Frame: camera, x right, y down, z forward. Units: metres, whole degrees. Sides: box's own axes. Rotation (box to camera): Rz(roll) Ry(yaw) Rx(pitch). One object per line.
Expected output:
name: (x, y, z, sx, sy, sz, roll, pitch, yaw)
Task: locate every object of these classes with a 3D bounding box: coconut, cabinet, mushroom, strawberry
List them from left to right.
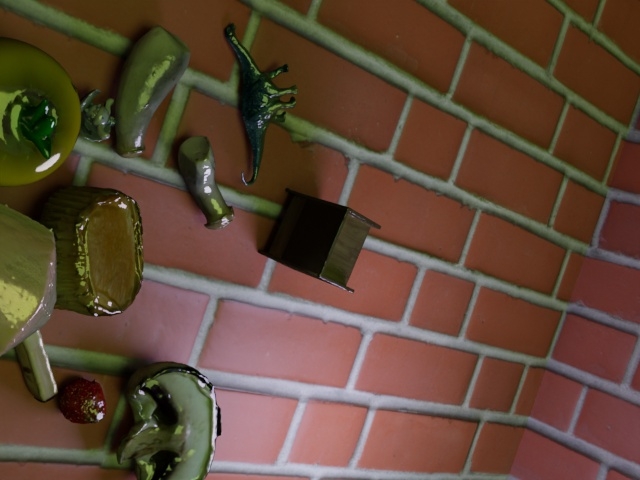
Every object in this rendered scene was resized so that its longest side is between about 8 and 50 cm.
coconut: (-0.601, 0.065, 1.619, 0.309, 0.297, 0.297, 35, 80, -42)
strawberry: (-0.492, 0.337, 1.954, 0.106, 0.106, 0.106, -17, 116, -39)
mushroom: (-0.353, -0.294, 1.865, 0.118, 0.103, 0.270, 23, 94, -59)
mushroom: (-0.350, 0.411, 2.104, 0.248, 0.130, 0.344, -20, 117, -20)
mushroom: (-0.248, -0.118, 2.033, 0.081, 0.092, 0.223, -52, 143, -40)
cabinet: (0.000, 0.000, 2.224, 0.148, 0.215, 0.174, 28, 83, -47)

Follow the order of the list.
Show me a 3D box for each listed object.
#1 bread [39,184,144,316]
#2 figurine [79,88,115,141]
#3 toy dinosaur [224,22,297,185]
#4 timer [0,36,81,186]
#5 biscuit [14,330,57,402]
bread: (-0.448, 0.019, 1.821, 0.227, 0.142, 0.253, -9, 101, -59)
figurine: (-0.431, -0.241, 1.816, 0.086, 0.082, 0.094, 46, 55, -18)
toy dinosaur: (-0.129, -0.305, 2.094, 0.147, 0.076, 0.362, -11, 112, -20)
timer: (-0.522, -0.210, 1.606, 0.285, 0.285, 0.285, -17, 116, -39)
biscuit: (-0.569, 0.234, 1.869, 0.052, 0.056, 0.188, -28, 121, -34)
